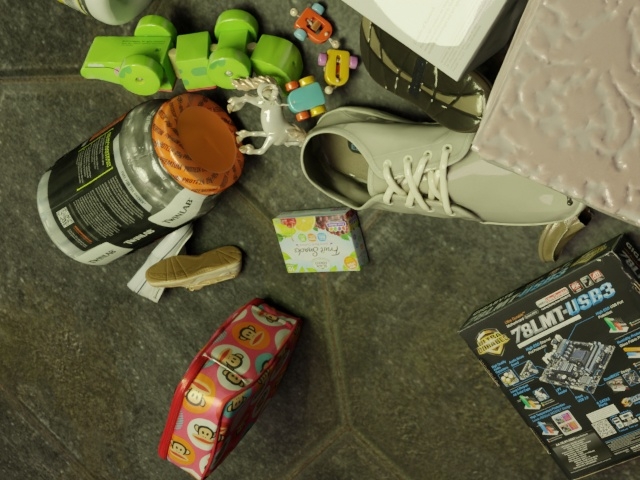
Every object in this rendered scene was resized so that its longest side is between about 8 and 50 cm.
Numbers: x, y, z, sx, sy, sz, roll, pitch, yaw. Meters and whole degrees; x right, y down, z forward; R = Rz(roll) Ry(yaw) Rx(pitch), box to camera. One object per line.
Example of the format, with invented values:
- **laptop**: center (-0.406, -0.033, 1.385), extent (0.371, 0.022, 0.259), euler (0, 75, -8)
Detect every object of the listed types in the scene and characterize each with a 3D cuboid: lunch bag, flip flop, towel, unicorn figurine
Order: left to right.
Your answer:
- **lunch bag**: center (-0.152, 0.262, 1.646), extent (0.120, 0.293, 0.258), euler (27, 125, 12)
- **unicorn figurine**: center (-0.076, -0.176, 1.450), extent (0.111, 0.060, 0.161), euler (-15, 134, -3)
- **flip flop**: center (0.148, -0.243, 1.311), extent (0.277, 0.080, 0.112), euler (44, 135, 33)
- **towel**: center (0.373, -0.180, 1.093), extent (0.332, 0.053, 0.316), euler (24, 95, -8)

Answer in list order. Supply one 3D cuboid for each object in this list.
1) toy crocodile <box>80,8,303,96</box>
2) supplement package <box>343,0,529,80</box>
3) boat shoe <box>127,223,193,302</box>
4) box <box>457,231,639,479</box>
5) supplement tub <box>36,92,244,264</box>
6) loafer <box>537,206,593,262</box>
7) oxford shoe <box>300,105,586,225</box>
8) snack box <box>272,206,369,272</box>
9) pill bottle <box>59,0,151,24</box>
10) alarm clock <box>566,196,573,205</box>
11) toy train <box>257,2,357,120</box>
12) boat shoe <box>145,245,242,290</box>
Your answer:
- **toy crocodile**: center (-0.197, -0.273, 1.476), extent (0.341, 0.115, 0.105), euler (-1, 143, 8)
- **supplement package**: center (0.127, -0.371, 1.215), extent (0.293, 0.177, 0.175), euler (37, 128, 10)
- **boat shoe**: center (-0.271, 0.035, 1.748), extent (0.076, 0.083, 0.226), euler (36, 138, -9)
- **box**: center (0.398, 0.177, 1.399), extent (0.296, 0.073, 0.293), euler (-36, 92, 39)
- **supplement tub**: center (-0.297, -0.102, 1.600), extent (0.338, 0.207, 0.207), euler (-24, 100, 38)
- **loafer**: center (0.345, -0.026, 1.337), extent (0.050, 0.056, 0.148), euler (30, 127, 23)
- **oxford shoe**: center (0.155, -0.093, 1.340), extent (0.450, 0.130, 0.169), euler (14, 126, 34)
- **snack box**: center (0.000, 0.000, 1.576), extent (0.141, 0.037, 0.100), euler (-3, 113, 33)
- **pill bottle**: center (-0.414, -0.477, 1.481), extent (0.334, 0.188, 0.187), euler (28, 126, 13)
- **alarm clock**: center (0.304, -0.150, 1.161), extent (0.129, 0.064, 0.192), euler (32, 110, 9)
- **toy train**: center (-0.020, -0.256, 1.421), extent (0.125, 0.166, 0.046), euler (31, 172, -9)
- **boat shoe**: center (-0.217, 0.059, 1.682), extent (0.170, 0.063, 0.059), euler (-11, 136, -7)
